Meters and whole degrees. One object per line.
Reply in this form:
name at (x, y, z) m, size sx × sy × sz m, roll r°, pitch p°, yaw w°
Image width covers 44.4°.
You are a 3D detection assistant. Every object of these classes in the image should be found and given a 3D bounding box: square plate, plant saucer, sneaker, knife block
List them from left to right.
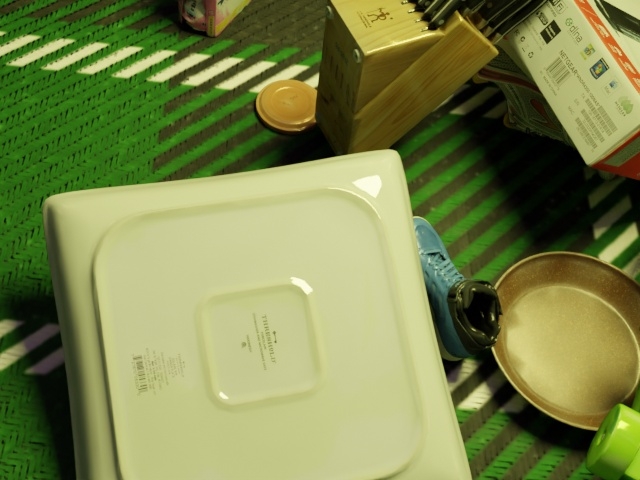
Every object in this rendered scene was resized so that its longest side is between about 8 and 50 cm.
square plate at (-0.054, 0.096, 0.696) m, size 0.344 × 0.049 × 0.347 m, roll -9°, pitch 78°, yaw -12°
plant saucer at (-0.036, -0.164, 0.946) m, size 0.083 × 0.013 × 0.083 m, roll 4°, pitch 57°, yaw -6°
knife block at (0.125, -0.210, 0.837) m, size 0.242 × 0.275 × 0.088 m, roll -18°, pitch 62°, yaw -16°
sneaker at (0.131, 0.039, 0.772) m, size 0.058 × 0.084 × 0.152 m, roll -10°, pitch 78°, yaw -29°
sneaker at (0.277, -0.156, 0.953) m, size 0.225 × 0.093 × 0.088 m, roll 48°, pitch 24°, yaw 7°
plant saucer at (0.262, 0.104, 0.804) m, size 0.199 × 0.036 × 0.198 m, roll 4°, pitch 57°, yaw -6°

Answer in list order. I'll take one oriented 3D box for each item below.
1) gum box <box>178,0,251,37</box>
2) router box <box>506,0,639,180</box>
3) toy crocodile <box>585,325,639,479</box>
gum box at (-0.113, -0.358, 1.003) m, size 0.062 × 0.107 × 0.188 m, roll 28°, pitch 58°, yaw 10°
router box at (0.339, -0.216, 0.910) m, size 0.301 × 0.082 × 0.335 m, roll 5°, pitch 52°, yaw -41°
toy crocodile at (0.322, 0.143, 0.702) m, size 0.115 × 0.105 × 0.340 m, roll 28°, pitch 74°, yaw 11°
